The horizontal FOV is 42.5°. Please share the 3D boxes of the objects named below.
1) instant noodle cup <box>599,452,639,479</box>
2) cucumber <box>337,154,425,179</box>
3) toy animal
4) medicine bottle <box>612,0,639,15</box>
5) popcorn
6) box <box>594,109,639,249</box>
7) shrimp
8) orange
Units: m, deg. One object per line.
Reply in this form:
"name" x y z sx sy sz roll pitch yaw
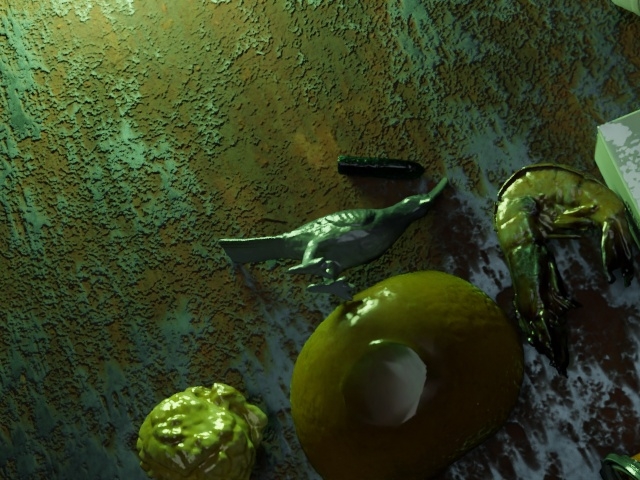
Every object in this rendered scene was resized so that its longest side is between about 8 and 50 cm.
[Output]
"instant noodle cup" 0.441 0.301 0.970 0.125 0.178 0.208 -31 38 -7
"cucumber" 0.092 -0.109 1.242 0.133 0.032 0.032 7 80 18
"toy animal" 0.013 0.012 1.175 0.366 0.206 0.081 -17 116 13
"medicine bottle" 0.516 -0.324 1.073 0.133 0.133 0.249 -49 54 2
"popcorn" -0.168 0.288 1.175 0.180 0.170 0.180 -7 79 35
"box" 0.501 -0.051 1.047 0.203 0.116 0.274 -24 70 10
"shrimp" 0.334 0.027 1.102 0.178 0.075 0.289 -22 61 29
"orange" 0.099 0.185 1.108 0.334 0.196 0.263 -37 55 14
